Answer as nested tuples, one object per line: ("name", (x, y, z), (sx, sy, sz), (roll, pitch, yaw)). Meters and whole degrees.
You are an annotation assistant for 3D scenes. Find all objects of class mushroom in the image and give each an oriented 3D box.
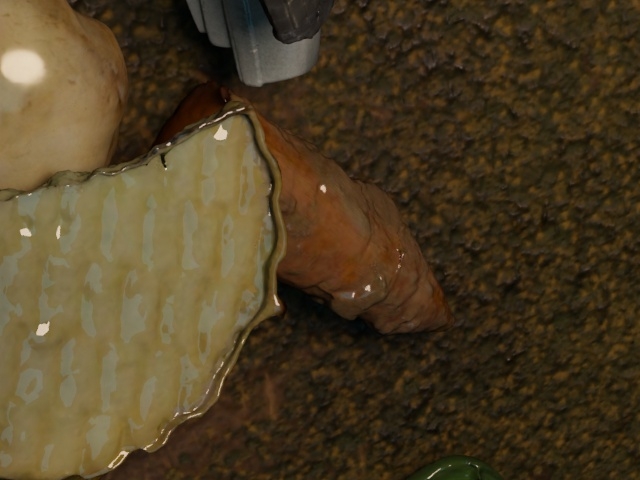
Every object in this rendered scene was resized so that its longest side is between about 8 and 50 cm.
("mushroom", (-0.176, -0.079, 0.891), (0.148, 0.112, 0.148), (-10, 116, -20))

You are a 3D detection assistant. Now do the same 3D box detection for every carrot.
("carrot", (0.000, 0.000, 1.016), (0.263, 0.102, 0.102), (35, 95, -34))

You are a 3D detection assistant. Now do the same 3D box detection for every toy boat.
("toy boat", (-0.054, -0.218, 0.909), (0.085, 0.078, 0.260), (-3, 112, 16))

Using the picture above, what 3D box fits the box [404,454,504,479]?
("box", (0.053, 0.347, 1.117), (0.329, 0.178, 0.253), (-32, 120, -8))

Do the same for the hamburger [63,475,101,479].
("hamburger", (-0.220, 0.098, 0.938), (0.215, 0.122, 0.189), (-46, 120, -6))

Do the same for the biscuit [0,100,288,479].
("biscuit", (-0.137, 0.045, 0.873), (0.273, 0.036, 0.187), (-20, 112, -21))

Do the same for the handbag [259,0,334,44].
("handbag", (0.011, -0.254, 0.856), (0.270, 0.088, 0.175), (-61, 141, -25))
